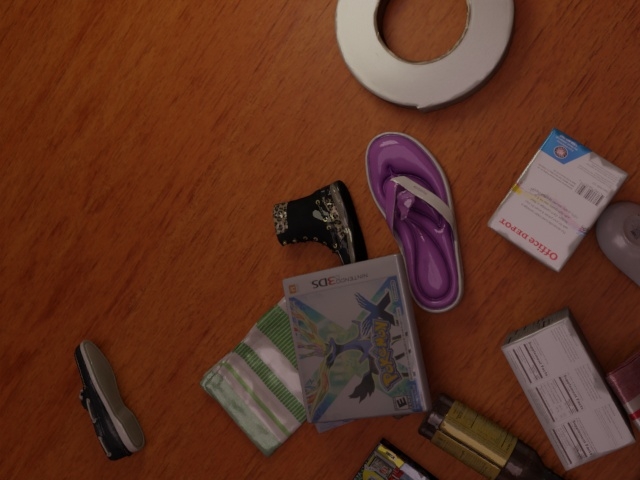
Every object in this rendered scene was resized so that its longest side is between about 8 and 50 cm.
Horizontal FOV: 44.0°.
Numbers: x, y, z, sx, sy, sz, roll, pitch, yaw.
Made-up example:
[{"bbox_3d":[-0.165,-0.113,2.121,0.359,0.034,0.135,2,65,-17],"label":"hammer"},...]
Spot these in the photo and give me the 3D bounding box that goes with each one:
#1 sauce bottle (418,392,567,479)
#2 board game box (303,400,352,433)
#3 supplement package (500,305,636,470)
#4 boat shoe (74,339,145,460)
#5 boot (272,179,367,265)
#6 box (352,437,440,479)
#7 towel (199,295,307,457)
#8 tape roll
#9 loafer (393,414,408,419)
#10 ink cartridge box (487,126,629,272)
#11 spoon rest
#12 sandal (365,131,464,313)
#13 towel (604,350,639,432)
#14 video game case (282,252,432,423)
[{"bbox_3d":[0.375,0.455,1.670,0.344,0.111,0.111,32,100,13],"label":"sauce bottle"},{"bbox_3d":[0.020,0.383,1.799,0.090,0.020,0.090,-21,104,8],"label":"board game box"},{"bbox_3d":[0.492,0.286,1.582,0.145,0.204,0.262,-28,83,16],"label":"supplement package"},{"bbox_3d":[-0.538,0.392,1.933,0.091,0.114,0.302,-27,83,9],"label":"boat shoe"},{"bbox_3d":[0.000,-0.001,1.787,0.179,0.085,0.236,-15,87,20],"label":"boot"},{"bbox_3d":[0.186,0.575,1.761,0.233,0.044,0.159,36,100,12],"label":"box"},{"bbox_3d":[-0.099,0.308,1.843,0.248,0.038,0.325,45,102,10],"label":"towel"},{"bbox_3d":[0.223,-0.476,1.713,0.392,0.072,0.392,0,91,16],"label":"tape roll"},{"bbox_3d":[0.172,0.250,1.733,0.092,0.102,0.268,-12,86,7],"label":"loafer"},{"bbox_3d":[0.473,-0.078,1.598,0.171,0.168,0.232,36,101,12],"label":"ink cartridge box"},{"bbox_3d":[0.658,0.046,1.591,0.137,0.084,0.276,-27,76,-13],"label":"spoon rest"},{"bbox_3d":[0.213,-0.046,1.709,0.169,0.102,0.416,-22,85,15],"label":"sandal"},{"bbox_3d":[0.709,0.350,1.512,0.329,0.237,0.037,59,148,13],"label":"towel"},{"bbox_3d":[0.071,0.216,1.700,0.300,0.036,0.329,-14,84,32],"label":"video game case"}]
